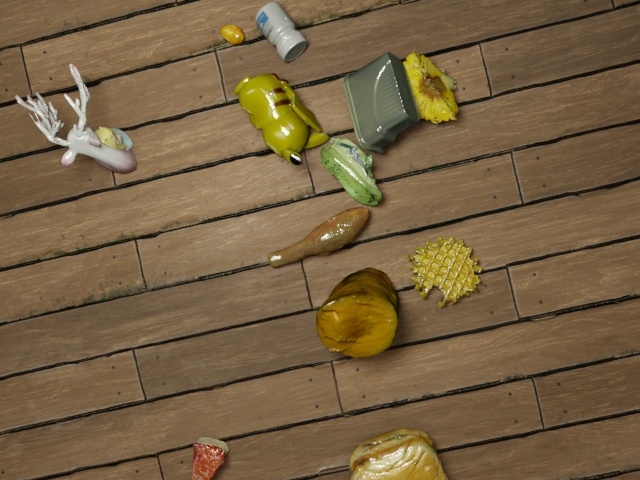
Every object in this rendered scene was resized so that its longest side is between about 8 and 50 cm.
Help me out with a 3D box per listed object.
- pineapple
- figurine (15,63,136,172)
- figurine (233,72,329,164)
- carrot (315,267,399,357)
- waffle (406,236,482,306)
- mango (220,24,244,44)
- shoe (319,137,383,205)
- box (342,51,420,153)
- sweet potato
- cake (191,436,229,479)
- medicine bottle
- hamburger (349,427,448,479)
[{"bbox_3d":[0.355,-0.501,1.470,0.249,0.140,0.164,49,49,-10],"label":"pineapple"},{"bbox_3d":[-0.759,-0.353,1.410,0.206,0.315,0.284,-25,88,-2],"label":"figurine"},{"bbox_3d":[-0.125,-0.398,1.457,0.169,0.218,0.326,-23,99,43],"label":"figurine"},{"bbox_3d":[0.127,0.233,1.390,0.242,0.341,0.241,4,105,14],"label":"carrot"},{"bbox_3d":[0.420,0.103,1.492,0.232,0.051,0.228,-22,87,2],"label":"waffle"},{"bbox_3d":[-0.302,-0.703,1.513,0.089,0.046,0.060,20,93,7],"label":"mango"},{"bbox_3d":[0.114,-0.229,1.455,0.262,0.140,0.128,41,88,-1],"label":"shoe"},{"bbox_3d":[0.191,-0.432,1.398,0.178,0.138,0.274,-23,76,38],"label":"box"},{"bbox_3d":[0.000,0.000,1.486,0.385,0.109,0.109,-29,90,4],"label":"sweet potato"},{"bbox_3d":[-0.376,0.790,1.524,0.117,0.086,0.220,4,90,5],"label":"cake"},{"bbox_3d":[-0.131,-0.693,1.476,0.105,0.105,0.168,-37,89,3],"label":"medicine bottle"},{"bbox_3d":[0.251,0.775,1.449,0.305,0.174,0.284,-20,92,3],"label":"hamburger"}]
